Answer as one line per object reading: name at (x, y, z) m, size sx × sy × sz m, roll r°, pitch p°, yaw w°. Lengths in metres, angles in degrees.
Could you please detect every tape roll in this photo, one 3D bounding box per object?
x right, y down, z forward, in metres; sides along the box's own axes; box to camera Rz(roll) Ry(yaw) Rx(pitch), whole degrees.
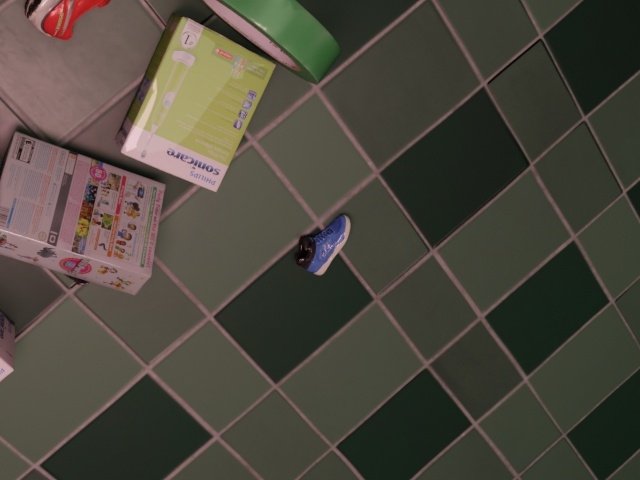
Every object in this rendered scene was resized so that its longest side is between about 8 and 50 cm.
tape roll at (-0.111, -0.413, 1.486) m, size 0.321 × 0.321 × 0.077 m, roll 35°, pitch 93°, yaw -26°

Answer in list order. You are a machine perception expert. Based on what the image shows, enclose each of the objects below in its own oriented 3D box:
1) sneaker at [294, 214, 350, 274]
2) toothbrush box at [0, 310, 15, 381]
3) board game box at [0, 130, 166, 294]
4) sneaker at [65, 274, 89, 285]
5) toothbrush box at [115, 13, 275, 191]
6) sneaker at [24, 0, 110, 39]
sneaker at (0.000, 0.000, 1.812) m, size 0.084 × 0.058 × 0.152 m, roll 24°, pitch 104°, yaw -34°
toothbrush box at (-0.717, 0.140, 1.505) m, size 0.126 × 0.216 × 0.295 m, roll -40°, pitch 117°, yaw -4°
board game box at (-0.462, -0.049, 1.531) m, size 0.303 × 0.224 × 0.097 m, roll 20°, pitch 142°, yaw -25°
sneaker at (-0.507, -0.009, 1.585) m, size 0.079 × 0.121 × 0.217 m, roll -35°, pitch 116°, yaw -8°
toothbrush box at (-0.249, -0.271, 1.594) m, size 0.206 × 0.122 × 0.283 m, roll 22°, pitch 98°, yaw -26°
sneaker at (-0.424, -0.492, 1.485) m, size 0.279 × 0.107 × 0.118 m, roll -50°, pitch 135°, yaw 4°
